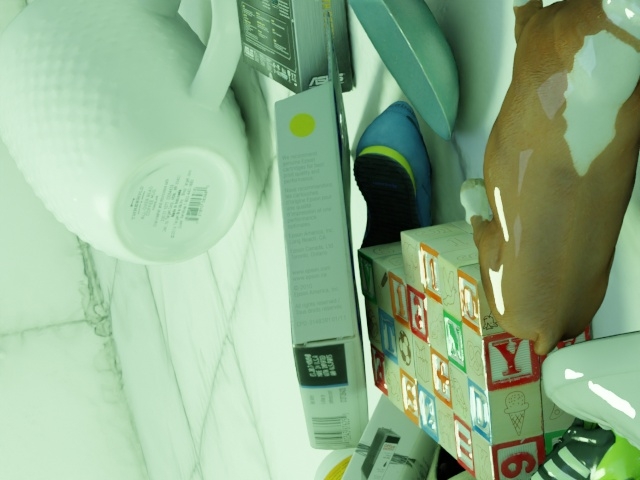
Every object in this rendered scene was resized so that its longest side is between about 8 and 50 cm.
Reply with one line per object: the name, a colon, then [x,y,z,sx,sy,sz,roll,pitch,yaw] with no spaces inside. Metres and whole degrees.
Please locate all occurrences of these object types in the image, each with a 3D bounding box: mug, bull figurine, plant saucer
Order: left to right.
mug: [-0.207,-0.166,2.345,0.374,0.276,0.328,-60,38,19]
plant saucer: [0.070,-0.173,1.602,0.195,0.037,0.195,59,177,5]
bull figurine: [0.160,-0.082,1.247,0.188,0.101,0.310,-98,19,-59]

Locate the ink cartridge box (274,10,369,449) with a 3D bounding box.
ink cartridge box: [0.000,0.000,1.765,0.303,0.072,0.307,79,-176,-67]

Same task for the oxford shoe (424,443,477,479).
oxford shoe: [0.145,0.238,1.529,0.348,0.123,0.130,-156,62,-71]

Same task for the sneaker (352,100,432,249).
sneaker: [0.074,-0.036,1.739,0.209,0.069,0.082,82,-156,-49]

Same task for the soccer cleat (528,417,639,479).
soccer cleat: [0.185,0.168,1.398,0.179,0.060,0.072,-39,47,47]

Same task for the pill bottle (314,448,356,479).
pill bottle: [0.064,0.270,1.848,0.215,0.117,0.117,-136,38,-65]

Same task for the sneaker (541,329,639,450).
sneaker: [0.218,0.113,1.191,0.290,0.106,0.123,156,105,-73]

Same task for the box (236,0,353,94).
box: [-0.034,-0.253,1.970,0.231,0.056,0.183,-143,45,-68]

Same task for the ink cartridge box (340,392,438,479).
ink cartridge box: [0.065,0.216,1.696,0.056,0.135,0.099,13,154,31]

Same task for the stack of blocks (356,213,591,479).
stack of blocks: [0.119,0.071,1.565,0.297,0.087,0.171,-145,46,-69]
